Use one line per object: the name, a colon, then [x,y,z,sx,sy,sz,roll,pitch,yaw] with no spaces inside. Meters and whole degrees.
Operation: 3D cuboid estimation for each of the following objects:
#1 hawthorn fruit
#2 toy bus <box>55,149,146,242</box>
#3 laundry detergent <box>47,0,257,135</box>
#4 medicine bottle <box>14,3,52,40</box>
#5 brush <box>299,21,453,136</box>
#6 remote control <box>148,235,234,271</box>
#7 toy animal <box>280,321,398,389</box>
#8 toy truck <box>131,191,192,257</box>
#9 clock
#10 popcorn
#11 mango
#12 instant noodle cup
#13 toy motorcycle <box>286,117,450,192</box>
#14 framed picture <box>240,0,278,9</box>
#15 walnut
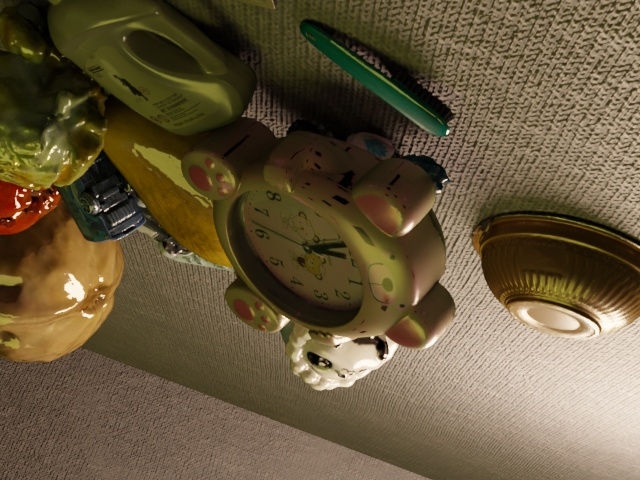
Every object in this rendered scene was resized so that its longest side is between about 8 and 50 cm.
hawthorn fruit: [-0.511,-0.148,1.394,0.299,0.211,0.211,37,157,-7]
toy bus: [-0.336,-0.111,1.321,0.094,0.079,0.236,-9,111,52]
laundry detergent: [-0.203,-0.219,1.047,0.253,0.091,0.181,37,156,-35]
medicine bottle: [-0.357,-0.252,1.180,0.047,0.047,0.083,16,159,15]
brush: [0.062,-0.176,0.995,0.193,0.032,0.043,37,162,-7]
remote control: [-0.165,0.019,1.674,0.293,0.051,0.103,12,158,15]
toy animal: [0.012,0.159,1.621,0.208,0.204,0.156,18,123,-33]
toy truck: [-0.264,-0.073,1.451,0.227,0.114,0.098,33,136,-30]
clock: [0.000,0.000,1.115,0.309,0.114,0.284,13,131,35]
popcorn: [-0.343,-0.167,1.119,0.198,0.212,0.198,15,-155,-7]
mango: [-0.164,-0.080,1.292,0.195,0.142,0.331,2,148,30]
instant noodle cup: [0.318,0.066,1.258,0.274,0.091,0.274,19,160,7]
toy motorcycle: [0.078,-0.053,1.165,0.204,0.108,0.239,3,153,40]
framed picture: [-0.122,-0.298,0.878,0.150,0.015,0.203,17,159,13]
walnut: [-0.542,0.042,1.698,0.383,0.383,0.383,19,160,7]
